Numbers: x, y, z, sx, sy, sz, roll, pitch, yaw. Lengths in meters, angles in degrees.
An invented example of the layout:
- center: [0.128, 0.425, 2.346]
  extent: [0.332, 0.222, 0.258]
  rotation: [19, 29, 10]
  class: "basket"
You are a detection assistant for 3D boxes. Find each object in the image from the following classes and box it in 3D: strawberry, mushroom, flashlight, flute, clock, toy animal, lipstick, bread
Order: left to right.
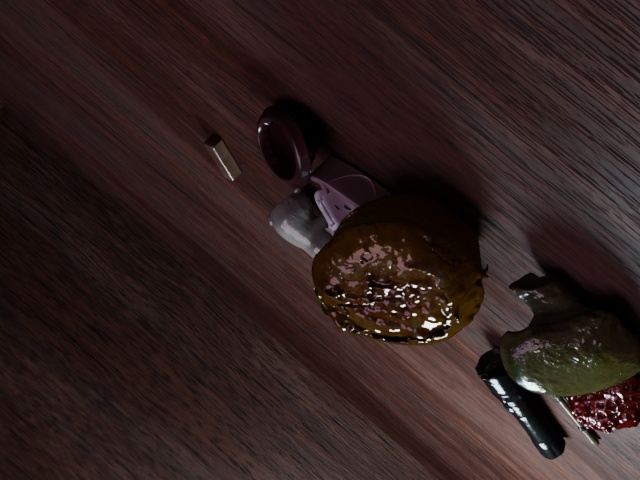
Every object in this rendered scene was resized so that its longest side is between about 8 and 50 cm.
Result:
- center: [-0.283, -0.240, 2.270]
  extent: [0.045, 0.045, 0.145]
  rotation: [24, 155, 38]
  class: "lipstick"
- center: [0.003, -0.015, 2.066]
  extent: [0.282, 0.138, 0.140]
  rotation: [38, 164, 4]
  class: "toy animal"
- center: [0.121, -0.042, 1.857]
  extent: [0.290, 0.080, 0.275]
  rotation: [35, 161, 21]
  class: "clock"
- center: [0.167, 0.065, 1.656]
  extent: [0.337, 0.204, 0.358]
  rotation: [38, 134, -13]
  class: "bread"
- center: [0.544, 0.449, 2.105]
  extent: [0.103, 0.103, 0.424]
  rotation: [16, 150, 53]
  class: "flashlight"
- center: [0.490, 0.215, 1.534]
  extent: [0.217, 0.212, 0.292]
  rotation: [28, 152, 56]
  class: "mushroom"
- center: [0.647, 0.448, 1.999]
  extent: [0.233, 0.027, 0.027]
  rotation: [49, 161, -20]
  class: "flute"
- center: [0.617, 0.354, 1.710]
  extent: [0.190, 0.111, 0.236]
  rotation: [39, 161, 14]
  class: "strawberry"

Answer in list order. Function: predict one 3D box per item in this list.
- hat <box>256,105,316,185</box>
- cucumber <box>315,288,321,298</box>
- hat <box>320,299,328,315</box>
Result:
- center: [-0.065, -0.220, 1.785]
  extent: [0.205, 0.089, 0.205]
  rotation: [43, 148, 36]
  class: "hat"
- center: [0.066, 0.087, 1.857]
  extent: [0.086, 0.193, 0.115]
  rotation: [-36, 108, 29]
  class: "cucumber"
- center: [0.162, 0.137, 2.124]
  extent: [0.233, 0.244, 0.233]
  rotation: [20, -161, -23]
  class: "hat"
